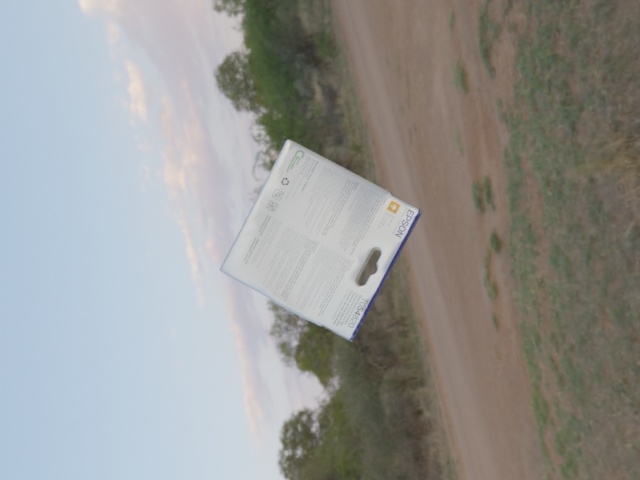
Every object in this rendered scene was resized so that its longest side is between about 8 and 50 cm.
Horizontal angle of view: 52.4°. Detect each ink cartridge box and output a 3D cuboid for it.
[{"bbox_3d":[0.000,0.000,0.955,0.223,0.224,0.045,-61,-4,4],"label":"ink cartridge box"}]
